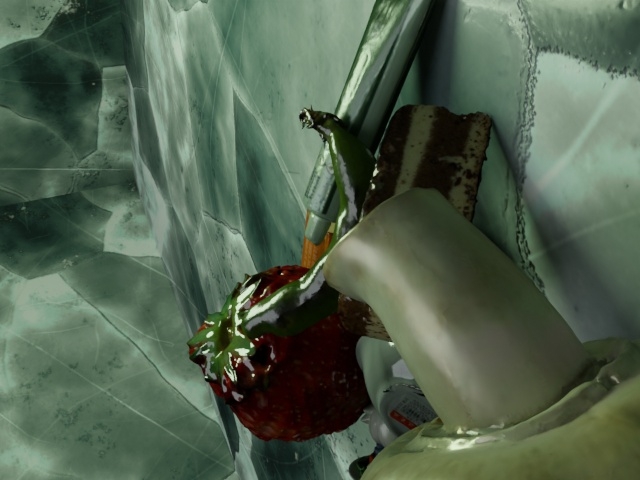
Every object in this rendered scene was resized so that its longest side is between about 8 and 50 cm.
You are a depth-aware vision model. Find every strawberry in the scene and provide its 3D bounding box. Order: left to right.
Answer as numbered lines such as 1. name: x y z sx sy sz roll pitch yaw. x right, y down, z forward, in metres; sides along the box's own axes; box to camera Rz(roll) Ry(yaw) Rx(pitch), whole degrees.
1. strawberry: -0.028 0.167 1.039 0.239 0.288 0.250 -57 30 7

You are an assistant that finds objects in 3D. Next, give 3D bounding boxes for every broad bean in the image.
1. broad bean: 0.000 0.000 0.842 0.144 0.049 0.292 21 102 25

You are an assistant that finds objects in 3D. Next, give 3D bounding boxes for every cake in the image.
1. cake: 0.095 -0.006 0.730 0.135 0.112 0.246 88 -165 -56

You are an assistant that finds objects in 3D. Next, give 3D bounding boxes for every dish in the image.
1. dish: 0.123 0.174 0.776 0.229 0.081 0.229 21 134 23

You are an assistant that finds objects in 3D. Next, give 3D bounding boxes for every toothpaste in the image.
1. toothpaste: 0.053 -0.160 0.848 0.099 0.061 0.392 55 132 46

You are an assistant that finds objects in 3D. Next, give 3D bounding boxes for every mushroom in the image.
1. mushroom: 0.142 0.163 0.495 0.356 0.315 0.315 19 124 36

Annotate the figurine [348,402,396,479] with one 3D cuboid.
1. figurine: 0.107 0.260 1.001 0.132 0.132 0.154 -159 72 -66

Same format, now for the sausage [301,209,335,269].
1. sausage: 0.011 0.070 1.145 0.312 0.093 0.093 98 151 -44
